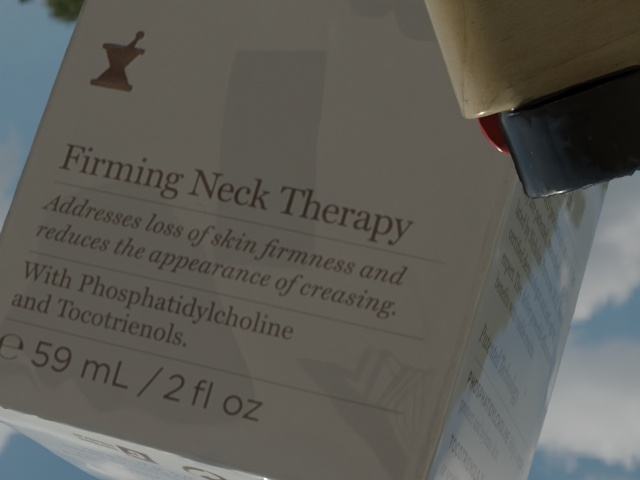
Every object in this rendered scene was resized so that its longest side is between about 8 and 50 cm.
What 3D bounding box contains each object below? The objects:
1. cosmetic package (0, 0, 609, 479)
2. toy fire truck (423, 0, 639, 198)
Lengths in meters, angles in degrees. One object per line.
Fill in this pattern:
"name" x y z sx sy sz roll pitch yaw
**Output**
"cosmetic package" 0.000 0.000 1.260 0.329 0.393 0.327 12 165 19
"toy fire truck" 0.146 -0.132 0.622 0.217 0.158 0.246 -19 -174 12
